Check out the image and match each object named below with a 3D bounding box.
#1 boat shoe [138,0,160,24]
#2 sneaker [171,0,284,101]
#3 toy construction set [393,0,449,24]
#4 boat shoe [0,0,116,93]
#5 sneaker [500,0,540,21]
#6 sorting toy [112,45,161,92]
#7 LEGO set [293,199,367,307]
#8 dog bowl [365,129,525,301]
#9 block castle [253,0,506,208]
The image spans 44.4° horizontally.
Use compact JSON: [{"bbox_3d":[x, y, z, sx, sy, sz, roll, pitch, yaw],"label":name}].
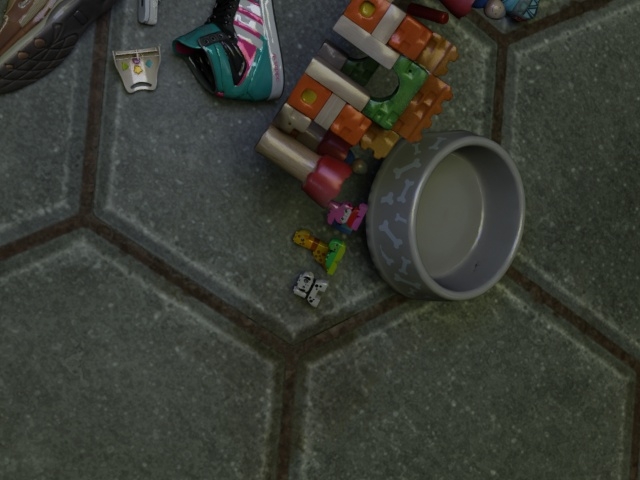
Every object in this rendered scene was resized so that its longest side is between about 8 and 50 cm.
[{"bbox_3d":[-0.305,-0.437,1.409,0.035,0.035,0.100,4,84,-44],"label":"boat shoe"},{"bbox_3d":[-0.181,-0.387,1.403,0.178,0.123,0.296,-15,95,-26],"label":"sneaker"},{"bbox_3d":[0.194,-0.594,1.502,0.257,0.237,0.309,6,108,-48],"label":"toy construction set"},{"bbox_3d":[-0.469,-0.382,1.322,0.116,0.123,0.324,43,82,6],"label":"boat shoe"},{"bbox_3d":[0.448,-0.567,1.617,0.125,0.104,0.262,35,84,-31],"label":"sneaker"},{"bbox_3d":[-0.325,-0.303,1.398,0.083,0.045,0.075,-10,100,-17],"label":"sorting toy"},{"bbox_3d":[0.000,0.000,1.459,0.093,0.087,0.227,24,116,-4],"label":"LEGO set"},{"bbox_3d":[0.250,-0.045,1.479,0.348,0.102,0.349,-6,101,-35],"label":"dog bowl"},{"bbox_3d":[0.101,-0.287,1.315,0.212,0.303,0.453,34,109,-8],"label":"block castle"}]
